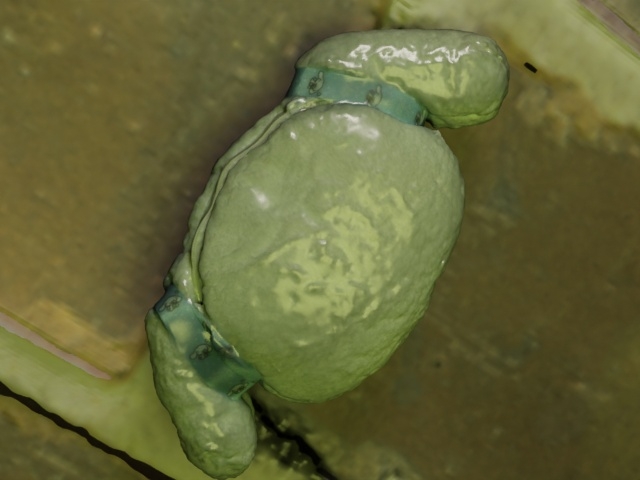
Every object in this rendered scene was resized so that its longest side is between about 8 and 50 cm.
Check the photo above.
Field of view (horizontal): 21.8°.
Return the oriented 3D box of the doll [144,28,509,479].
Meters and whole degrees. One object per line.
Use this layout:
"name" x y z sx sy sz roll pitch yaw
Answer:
"doll" 0.000 0.000 0.674 0.103 0.071 0.214 32 93 -21
